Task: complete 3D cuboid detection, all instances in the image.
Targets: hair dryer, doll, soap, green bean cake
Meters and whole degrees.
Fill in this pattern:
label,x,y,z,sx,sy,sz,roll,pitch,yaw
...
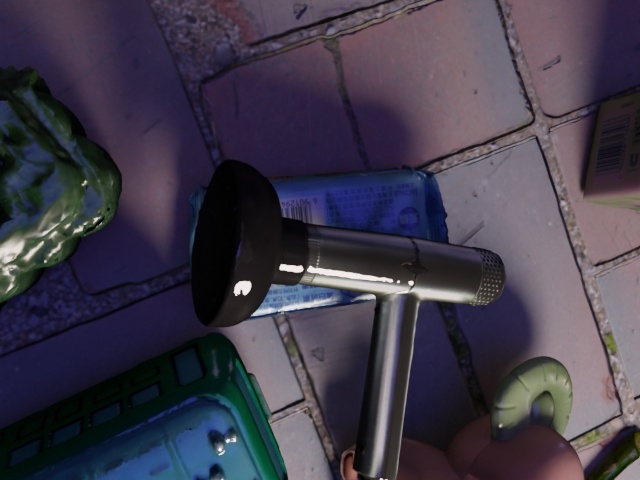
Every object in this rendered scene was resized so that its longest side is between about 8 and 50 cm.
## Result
label,x,y,z,sx,sy,sz,roll,pitch,yaw
hair dryer,0.024,0.102,0.683,0.320,0.155,0.284,17,70,-20
doll,0.190,0.277,0.823,0.268,0.216,0.284,-16,115,-37
soap,0.450,-0.101,0.842,0.182,0.199,0.139,11,87,-14
soap,0.000,0.000,0.797,0.293,0.077,0.156,-5,95,-13
green bean cake,-0.382,-0.064,0.655,0.300,0.169,0.308,-42,100,-8

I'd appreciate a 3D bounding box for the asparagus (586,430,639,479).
label,x,y,z,sx,sy,sz,roll,pitch,yaw
asparagus,0.350,0.336,0.926,0.034,0.027,0.236,43,82,-1

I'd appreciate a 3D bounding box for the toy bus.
label,x,y,z,sx,sy,sz,roll,pitch,yaw
toy bus,-0.204,0.244,0.699,0.343,0.199,0.184,-25,99,-10
